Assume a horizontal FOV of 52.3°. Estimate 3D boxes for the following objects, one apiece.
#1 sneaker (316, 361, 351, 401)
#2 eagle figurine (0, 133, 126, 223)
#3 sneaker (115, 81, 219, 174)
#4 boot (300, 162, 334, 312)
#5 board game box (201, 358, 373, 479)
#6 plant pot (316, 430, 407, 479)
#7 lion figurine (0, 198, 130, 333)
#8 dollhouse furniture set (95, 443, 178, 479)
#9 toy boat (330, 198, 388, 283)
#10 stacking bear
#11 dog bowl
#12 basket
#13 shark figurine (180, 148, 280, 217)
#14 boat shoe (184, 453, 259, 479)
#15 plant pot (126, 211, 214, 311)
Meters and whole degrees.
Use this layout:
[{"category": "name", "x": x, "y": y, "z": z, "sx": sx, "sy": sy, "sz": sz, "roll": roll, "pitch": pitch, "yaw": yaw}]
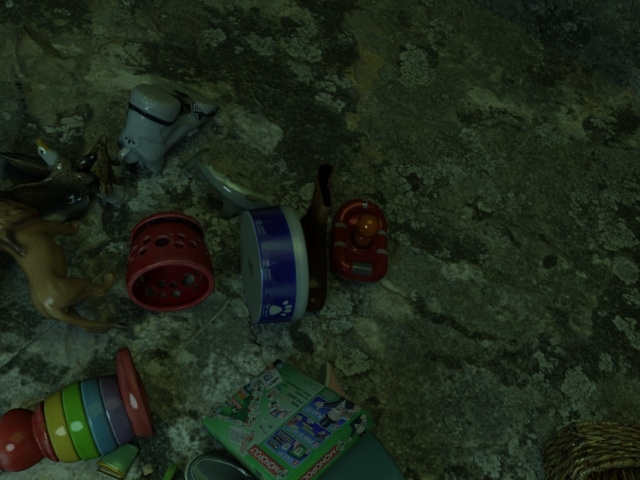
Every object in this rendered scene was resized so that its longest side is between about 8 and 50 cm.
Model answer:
[{"category": "sneaker", "x": 0.030, "y": 0.341, "z": 1.466, "sx": 0.070, "sy": 0.051, "sz": 0.134, "roll": 22, "pitch": 41, "yaw": -22}, {"category": "eagle figurine", "x": -0.637, "y": -0.152, "z": 1.555, "sx": 0.298, "sy": 0.225, "sz": 0.226, "roll": -18, "pitch": 14, "yaw": 7}, {"category": "sneaker", "x": -0.413, "y": -0.301, "z": 1.732, "sx": 0.137, "sy": 0.210, "sz": 0.366, "roll": 34, "pitch": 20, "yaw": 8}, {"category": "boot", "x": 0.000, "y": 0.000, "z": 1.544, "sx": 0.096, "sy": 0.280, "sz": 0.264, "roll": 11, "pitch": 54, "yaw": -8}, {"category": "board game box", "x": -0.075, "y": 0.357, "z": 1.277, "sx": 0.213, "sy": 0.046, "sz": 0.317, "roll": -37, "pitch": 27, "yaw": -24}, {"category": "plant pot", "x": 0.057, "y": 0.480, "z": 1.310, "sx": 0.234, "sy": 0.165, "sz": 0.166, "roll": 41, "pitch": 55, "yaw": 7}, {"category": "lion figurine", "x": -0.581, "y": 0.055, "z": 1.368, "sx": 0.392, "sy": 0.142, "sz": 0.240, "roll": 43, "pitch": 11, "yaw": 21}, {"category": "dollhouse furniture set", "x": -0.360, "y": 0.439, "z": 1.275, "sx": 0.152, "sy": 0.058, "sz": 0.076, "roll": 23, "pitch": 53, "yaw": 0}, {"category": "toy boat", "x": 0.110, "y": -0.014, "z": 1.667, "sx": 0.151, "sy": 0.151, "sz": 0.231, "roll": 9, "pitch": 54, "yaw": -10}, {"category": "stacking bear", "x": -0.482, "y": 0.349, "z": 1.251, "sx": 0.289, "sy": 0.175, "sz": 0.164, "roll": -17, "pitch": 55, "yaw": -15}, {"category": "dog bowl", "x": -0.111, "y": 0.056, "z": 1.484, "sx": 0.104, "sy": 0.265, "sz": 0.264, "roll": -5, "pitch": 58, "yaw": -16}, {"category": "basket", "x": 0.662, "y": 0.533, "z": 1.409, "sx": 0.299, "sy": 0.213, "sz": 0.223, "roll": 12, "pitch": 53, "yaw": -8}, {"category": "shark figurine", "x": -0.250, "y": -0.122, "z": 1.677, "sx": 0.278, "sy": 0.116, "sz": 0.166, "roll": 32, "pitch": 20, "yaw": -3}, {"category": "boat shoe", "x": -0.119, "y": 0.507, "z": 1.273, "sx": 0.319, "sy": 0.099, "sz": 0.116, "roll": 31, "pitch": 54, "yaw": 6}, {"category": "plant pot", "x": -0.345, "y": 0.041, "z": 1.476, "sx": 0.191, "sy": 0.191, "sz": 0.174, "roll": -3, "pitch": 53, "yaw": -18}]
